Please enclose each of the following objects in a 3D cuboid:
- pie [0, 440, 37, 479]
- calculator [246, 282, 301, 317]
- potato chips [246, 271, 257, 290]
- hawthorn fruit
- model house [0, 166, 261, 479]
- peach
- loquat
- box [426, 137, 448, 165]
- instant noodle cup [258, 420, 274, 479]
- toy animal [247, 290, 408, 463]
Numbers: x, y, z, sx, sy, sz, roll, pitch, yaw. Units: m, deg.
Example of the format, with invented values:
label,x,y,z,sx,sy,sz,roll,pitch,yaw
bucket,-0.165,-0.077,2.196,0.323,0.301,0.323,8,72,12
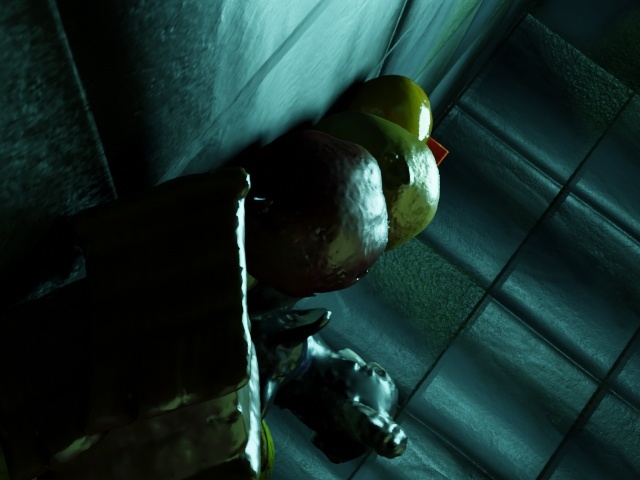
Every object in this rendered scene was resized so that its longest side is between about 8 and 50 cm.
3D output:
label,x,y,z,sx,sy,sz,roll,pitch,yaw
pie,-0.223,0.240,0.888,0.288,0.103,0.355,-53,142,7
calculator,0.000,0.000,1.398,0.268,0.040,0.177,-28,-143,16
potato chips,-0.101,0.027,1.325,0.195,0.062,0.208,-52,174,-34
hawthorn fruit,-0.028,-0.031,1.035,0.181,0.181,0.235,-53,157,14
model house,-0.135,0.069,0.702,0.219,0.199,0.229,-120,-158,-59
peach,0.092,-0.165,1.365,0.138,0.138,0.138,-52,176,-5
loquat,0.047,-0.068,1.234,0.176,0.187,0.234,-54,-161,-17
box,0.100,-0.138,1.459,0.100,0.152,0.048,-53,175,12
instant noodle cup,-0.218,0.377,1.497,0.325,0.325,0.254,-54,-175,25
toy animal,-0.025,0.199,1.469,0.194,0.344,0.303,-56,-166,-5
